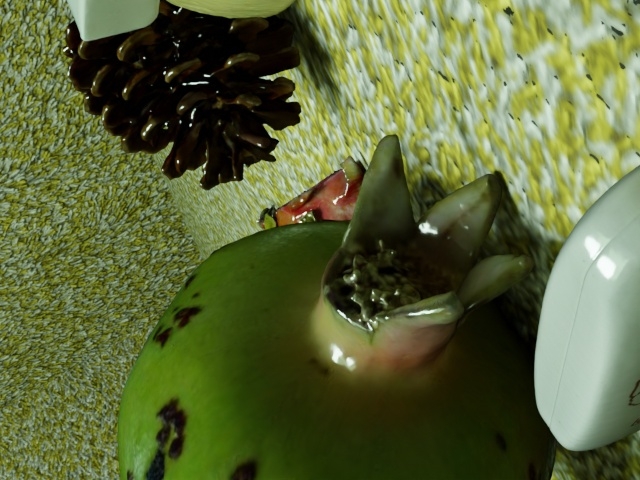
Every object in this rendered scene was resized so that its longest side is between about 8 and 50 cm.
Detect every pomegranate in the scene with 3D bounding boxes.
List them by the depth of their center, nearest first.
[{"bbox_3d":[0.001,0.108,0.676,0.291,0.291,0.323,55,170,28],"label":"pomegranate"}]

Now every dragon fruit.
[{"bbox_3d":[0.000,0.000,0.907,0.102,0.096,0.147,64,169,-4],"label":"dragon fruit"}]

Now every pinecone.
[{"bbox_3d":[-0.085,-0.116,0.814,0.165,0.163,0.163,55,170,19],"label":"pinecone"}]

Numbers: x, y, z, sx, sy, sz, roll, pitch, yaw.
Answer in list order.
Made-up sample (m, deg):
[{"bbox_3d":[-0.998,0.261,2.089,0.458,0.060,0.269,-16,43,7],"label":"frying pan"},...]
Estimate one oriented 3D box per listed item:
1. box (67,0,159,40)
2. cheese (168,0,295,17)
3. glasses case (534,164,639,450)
[{"bbox_3d":[-0.097,-0.182,0.344,0.220,0.032,0.122,64,160,18],"label":"box"},{"bbox_3d":[-0.042,-0.200,0.402,0.259,0.128,0.316,67,166,-21],"label":"cheese"},{"bbox_3d":[0.116,0.025,0.406,0.049,0.074,0.193,56,170,25],"label":"glasses case"}]
